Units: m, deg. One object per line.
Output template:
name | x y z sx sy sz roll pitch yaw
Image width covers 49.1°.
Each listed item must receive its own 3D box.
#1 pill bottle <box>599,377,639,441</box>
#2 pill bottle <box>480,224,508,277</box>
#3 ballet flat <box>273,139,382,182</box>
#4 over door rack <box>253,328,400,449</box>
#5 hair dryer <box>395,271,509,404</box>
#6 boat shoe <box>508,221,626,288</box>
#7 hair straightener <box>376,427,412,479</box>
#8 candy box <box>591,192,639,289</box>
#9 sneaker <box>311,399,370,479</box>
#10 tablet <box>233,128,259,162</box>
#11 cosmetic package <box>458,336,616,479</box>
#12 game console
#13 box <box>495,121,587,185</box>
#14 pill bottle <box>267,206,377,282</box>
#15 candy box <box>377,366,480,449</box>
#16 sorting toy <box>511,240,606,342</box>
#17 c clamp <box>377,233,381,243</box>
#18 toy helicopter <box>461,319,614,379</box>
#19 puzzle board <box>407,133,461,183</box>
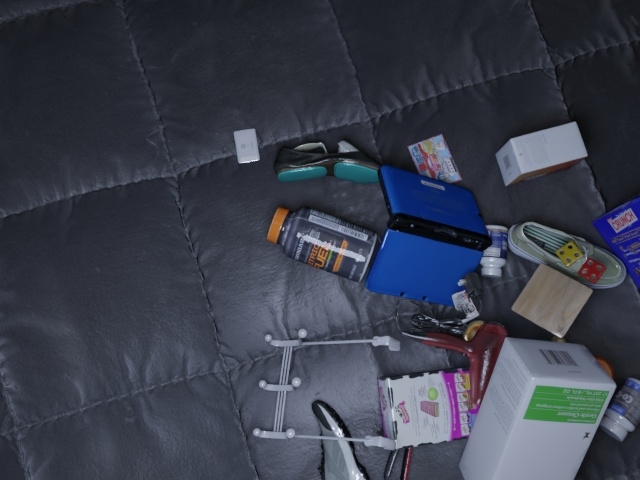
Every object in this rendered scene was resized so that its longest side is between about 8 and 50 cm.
pill bottle | 0.719 0.398 1.648 0.078 0.078 0.137 40 81 4
pill bottle | 0.418 0.027 1.701 0.067 0.067 0.120 7 81 -1
ballet flat | 0.026 -0.197 1.711 0.280 0.095 0.096 2 69 -2
over door rack | 0.005 0.322 1.546 0.324 0.108 0.240 -3 68 24
hair dryer | 0.319 0.239 1.605 0.223 0.080 0.294 -26 76 1
boat shoe | 0.599 0.038 1.692 0.302 0.094 0.109 19 81 1
hair straightener | 0.178 0.444 1.635 0.088 0.047 0.231 14 80 0
candy box | 0.816 0.029 1.615 0.122 0.268 0.317 -33 84 -10
sneaker | 0.033 0.497 1.598 0.107 0.100 0.272 -23 81 3
tablet | -0.184 -0.236 1.749 0.054 0.006 0.083 -9 81 -3
cosmetic package | 0.452 0.403 1.502 0.196 0.155 0.366 5 114 -11
game console | 0.237 -0.009 1.658 0.293 0.173 0.250 13 48 -30
box | 0.536 -0.209 1.711 0.170 0.130 0.091 -15 81 -4
pill bottle | 0.000 0.000 1.657 0.245 0.130 0.131 20 81 2
candy box | 0.256 0.380 1.610 0.233 0.071 0.159 -2 81 -19
sorting toy | 0.539 0.136 1.619 0.132 0.046 0.275 31 83 30
c clamp | 0.233 0.028 1.715 0.160 0.022 0.137 -17 83 -6
toy helicopter | 0.486 0.314 1.648 0.355 0.140 0.235 30 90 13
puzzle board | 0.286 -0.195 1.759 0.096 0.011 0.128 -21 83 -5
